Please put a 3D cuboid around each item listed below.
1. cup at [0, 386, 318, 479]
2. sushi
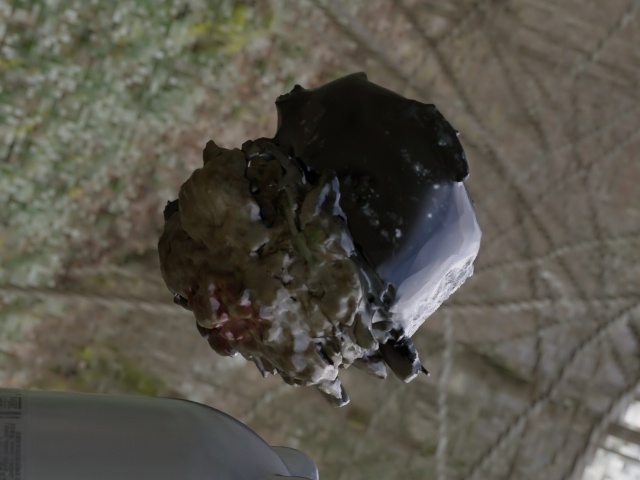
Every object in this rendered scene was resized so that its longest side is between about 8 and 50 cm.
[{"bbox_3d":[-0.068,0.128,0.575,0.173,0.142,0.134,-106,-160,-71],"label":"cup"},{"bbox_3d":[-0.004,0.003,1.328,0.219,0.238,0.225,-32,152,-25],"label":"sushi"}]
